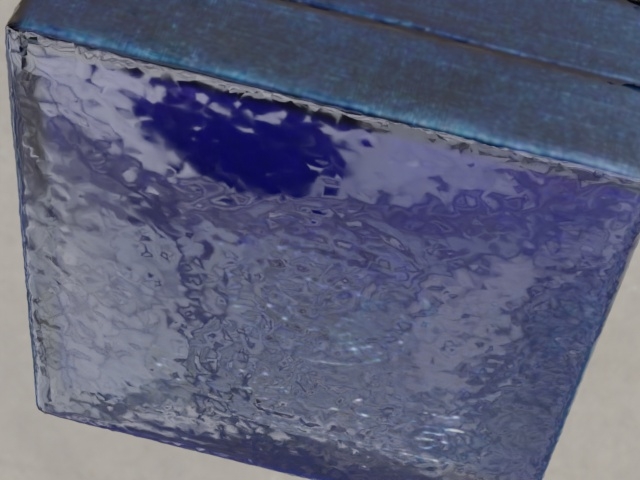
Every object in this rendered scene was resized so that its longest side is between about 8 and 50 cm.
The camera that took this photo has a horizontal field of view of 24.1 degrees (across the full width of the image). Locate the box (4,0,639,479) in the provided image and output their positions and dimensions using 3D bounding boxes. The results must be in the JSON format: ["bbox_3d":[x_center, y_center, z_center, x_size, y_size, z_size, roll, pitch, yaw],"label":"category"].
[{"bbox_3d":[0.000,0.000,0.696,0.261,0.116,0.279,13,141,3],"label":"box"}]

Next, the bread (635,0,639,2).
[{"bbox_3d":[0.259,-0.161,0.655,0.204,0.163,0.262,19,166,-21],"label":"bread"}]
